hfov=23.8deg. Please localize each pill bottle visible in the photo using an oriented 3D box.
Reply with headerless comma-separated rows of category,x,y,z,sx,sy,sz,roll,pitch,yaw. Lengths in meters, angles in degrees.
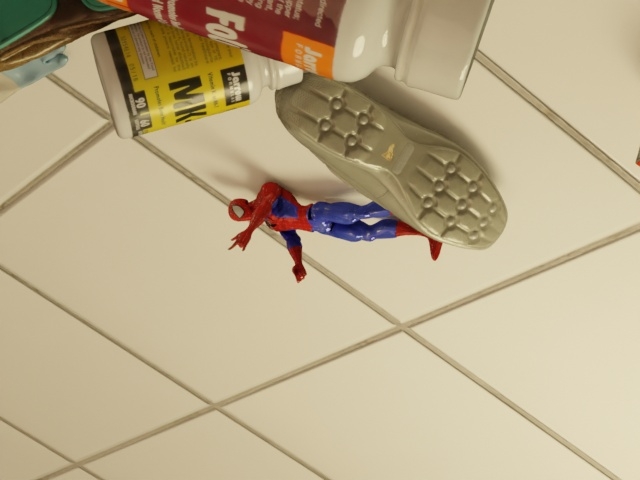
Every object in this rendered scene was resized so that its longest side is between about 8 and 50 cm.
pill bottle,-0.026,-0.280,1.426,0.392,0.224,0.224,19,147,5
pill bottle,-0.132,-0.191,1.635,0.208,0.119,0.119,-17,144,-8

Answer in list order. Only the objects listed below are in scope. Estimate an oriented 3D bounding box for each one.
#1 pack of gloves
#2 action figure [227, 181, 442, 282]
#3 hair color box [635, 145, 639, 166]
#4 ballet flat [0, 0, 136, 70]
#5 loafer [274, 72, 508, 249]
pack of gloves,-0.434,-0.242,1.874,0.195,0.046,0.232,39,143,-27
action figure,0.000,0.000,1.900,0.280,0.139,0.091,9,144,22
hair color box,0.392,-0.134,1.519,0.053,0.093,0.167,31,145,-15
ballet flat,-0.256,-0.266,1.649,0.342,0.116,0.124,-26,172,14
loafer,0.083,-0.095,1.757,0.319,0.112,0.111,36,180,-23
